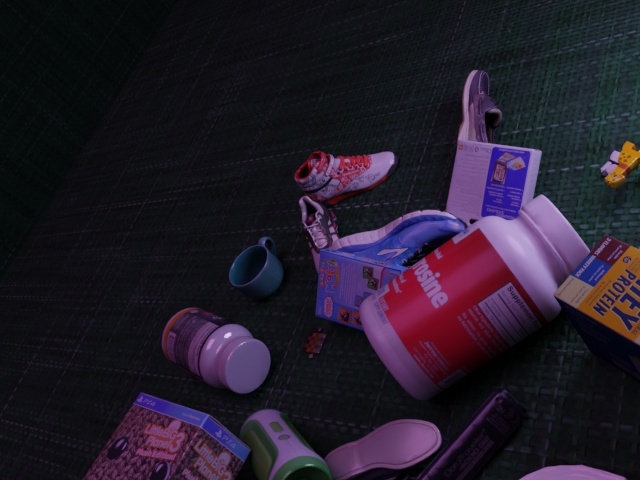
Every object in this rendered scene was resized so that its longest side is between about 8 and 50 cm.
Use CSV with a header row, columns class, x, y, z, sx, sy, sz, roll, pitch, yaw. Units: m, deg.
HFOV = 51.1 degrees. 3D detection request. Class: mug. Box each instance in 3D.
class,x,y,z,sx,sy,sz,roll,pitch,yaw
mug,-0.153,0.081,1.778,0.157,0.097,0.129,-47,38,-4

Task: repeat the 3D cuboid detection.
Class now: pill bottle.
class,x,y,z,sx,sy,sz,roll,pitch,yaw
pill bottle,-0.258,0.271,1.652,0.279,0.162,0.162,13,65,46
pill bottle,0.294,0.102,1.261,0.408,0.229,0.229,-36,39,10

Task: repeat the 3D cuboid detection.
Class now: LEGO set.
class,x,y,z,sx,sy,sz,roll,pitch,yaw
LEGO set,0.613,-0.118,1.289,0.093,0.087,0.227,-44,37,1

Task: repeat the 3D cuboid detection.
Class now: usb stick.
class,x,y,z,sx,sy,sz,roll,pitch,yaw
usb stick,0.249,0.381,1.178,0.278,0.077,0.045,-47,1,-3

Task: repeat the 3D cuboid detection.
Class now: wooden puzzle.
class,x,y,z,sx,sy,sz,roll,pitch,yaw
wooden puzzle,-0.012,0.242,1.583,0.049,0.006,0.083,0,56,41

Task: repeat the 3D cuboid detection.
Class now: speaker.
class,x,y,z,sx,sy,sz,roll,pitch,yaw
speaker,-0.074,0.430,1.312,0.131,0.131,0.296,-51,18,-8

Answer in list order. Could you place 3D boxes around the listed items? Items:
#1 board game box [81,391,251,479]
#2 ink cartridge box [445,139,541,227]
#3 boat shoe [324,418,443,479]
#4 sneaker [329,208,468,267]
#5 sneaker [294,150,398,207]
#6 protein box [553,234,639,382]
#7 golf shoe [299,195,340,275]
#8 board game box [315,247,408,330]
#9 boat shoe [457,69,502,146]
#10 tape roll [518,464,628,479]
class,x,y,z,sx,sy,sz,roll,pitch,yaw
board game box,-0.317,0.468,1.273,0.232,0.141,0.291,2,51,42
ink cartridge box,0.377,-0.111,1.492,0.206,0.045,0.208,19,102,48
boat shoe,0.123,0.411,1.256,0.255,0.079,0.095,-31,42,20
sneaker,0.183,0.036,1.525,0.330,0.130,0.147,-22,64,21
sneaker,0.063,-0.192,1.794,0.270,0.145,0.090,-26,42,22
protein box,0.517,0.131,1.058,0.136,0.201,0.200,-48,39,-4
golf shoe,0.000,0.000,1.702,0.105,0.120,0.272,-34,41,11
board game box,0.087,0.116,1.479,0.212,0.039,0.160,14,107,33
boat shoe,0.398,-0.300,1.638,0.092,0.103,0.285,-5,56,32
tape roll,0.374,0.475,0.961,0.286,0.100,0.286,-24,42,24
